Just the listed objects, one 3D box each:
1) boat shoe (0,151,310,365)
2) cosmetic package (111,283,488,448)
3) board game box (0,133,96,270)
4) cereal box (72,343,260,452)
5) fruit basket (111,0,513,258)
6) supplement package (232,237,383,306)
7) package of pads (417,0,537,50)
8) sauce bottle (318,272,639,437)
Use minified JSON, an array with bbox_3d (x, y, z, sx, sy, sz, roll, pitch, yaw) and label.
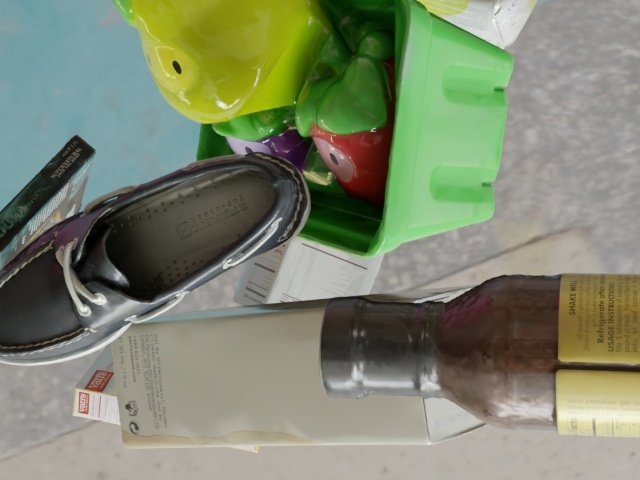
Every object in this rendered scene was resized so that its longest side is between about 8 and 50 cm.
[{"bbox_3d":[-0.154,0.010,1.100,0.302,0.091,0.114,-30,84,7],"label":"boat shoe"},{"bbox_3d":[-0.008,0.106,1.162,0.309,0.160,0.113,-6,90,36],"label":"cosmetic package"},{"bbox_3d":[-0.261,-0.016,1.262,0.026,0.126,0.186,40,158,-1],"label":"board game box"},{"bbox_3d":[-0.175,0.191,1.773,0.240,0.173,0.047,10,112,8],"label":"cereal box"},{"bbox_3d":[-0.044,-0.147,1.364,0.392,0.392,0.283,11,97,30],"label":"fruit basket"},{"bbox_3d":[0.000,0.000,1.865,0.244,0.139,0.134,-68,21,-1],"label":"supplement package"},{"bbox_3d":[0.174,-0.378,1.610,0.229,0.101,0.296,20,72,22],"label":"package of pads"},{"bbox_3d":[0.173,0.073,0.919,0.344,0.111,0.111,2,97,13],"label":"sauce bottle"}]
